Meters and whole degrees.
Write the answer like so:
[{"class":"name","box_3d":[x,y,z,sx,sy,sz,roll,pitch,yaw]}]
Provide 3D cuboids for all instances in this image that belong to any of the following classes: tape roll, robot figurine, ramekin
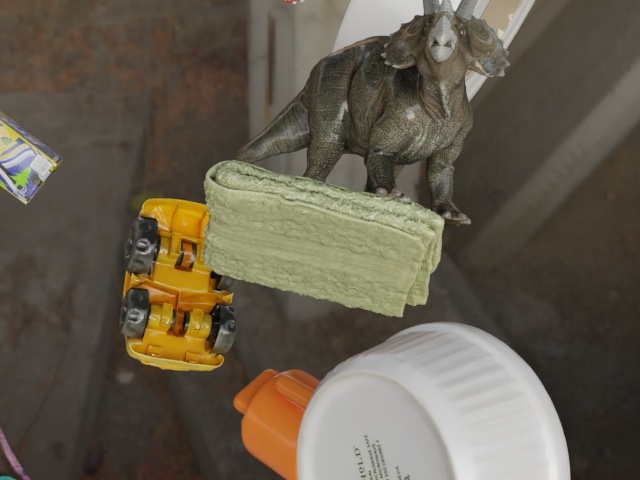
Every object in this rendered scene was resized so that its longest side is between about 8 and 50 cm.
[{"class":"tape roll","box_3d":[0.126,-0.232,1.349,0.100,0.286,0.286,32,44,12]},{"class":"robot figurine","box_3d":[-0.009,0.243,1.801,0.219,0.158,0.128,28,19,38]},{"class":"ramekin","box_3d":[0.094,0.217,1.388,0.127,0.273,0.273,-7,32,-44]}]

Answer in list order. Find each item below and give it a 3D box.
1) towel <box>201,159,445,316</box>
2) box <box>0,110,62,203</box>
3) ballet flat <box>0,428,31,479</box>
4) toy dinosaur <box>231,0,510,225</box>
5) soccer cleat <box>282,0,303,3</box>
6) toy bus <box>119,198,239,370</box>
[{"class":"towel","box_3d":[0.000,0.000,0.892,0.148,0.110,0.027,12,56,1]},{"class":"box","box_3d":[-0.341,-0.110,1.448,0.169,0.054,0.059,38,5,-9]},{"class":"ballet flat","box_3d":[-0.190,0.131,0.755,0.221,0.079,0.077,52,37,1]},{"class":"toy dinosaur","box_3d":[0.046,-0.096,1.110,0.121,0.160,0.313,12,-10,-28]},{"class":"soccer cleat","box_3d":[-0.030,-0.172,0.915,0.035,0.029,0.083,27,12,-32]},{"class":"toy bus","box_3d":[-0.207,0.082,1.939,0.149,0.211,0.220,13,65,-20]}]
